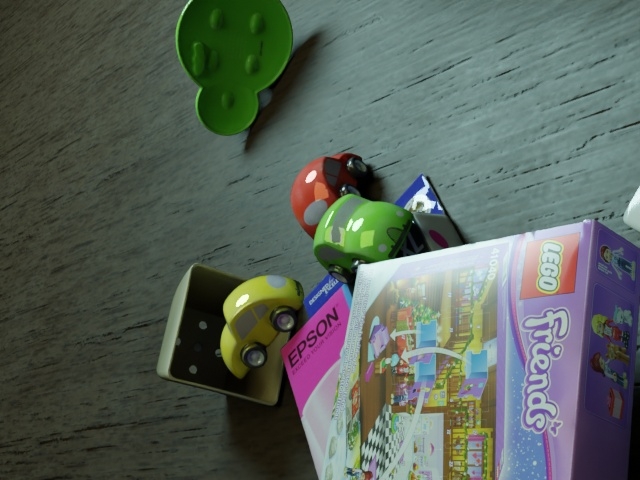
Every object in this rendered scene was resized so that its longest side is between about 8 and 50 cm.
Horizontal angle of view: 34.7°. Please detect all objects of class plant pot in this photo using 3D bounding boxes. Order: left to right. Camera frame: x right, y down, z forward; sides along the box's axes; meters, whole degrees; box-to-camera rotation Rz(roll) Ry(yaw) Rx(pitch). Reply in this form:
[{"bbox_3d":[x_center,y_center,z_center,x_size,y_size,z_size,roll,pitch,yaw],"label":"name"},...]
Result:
[{"bbox_3d":[-0.099,0.095,0.972,0.096,0.109,0.109,-25,50,60],"label":"plant pot"}]

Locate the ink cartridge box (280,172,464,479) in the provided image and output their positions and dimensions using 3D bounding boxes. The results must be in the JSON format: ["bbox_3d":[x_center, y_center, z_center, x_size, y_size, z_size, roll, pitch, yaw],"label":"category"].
[{"bbox_3d":[0.065,0.110,0.782,0.176,0.069,0.371,-48,36,23],"label":"ink cartridge box"}]

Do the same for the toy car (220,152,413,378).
[{"bbox_3d":[0.000,0.000,0.853,0.239,0.053,0.225,-61,18,-20],"label":"toy car"}]

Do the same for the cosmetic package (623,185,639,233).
[{"bbox_3d":[0.288,0.012,0.401,0.138,0.224,0.224,-60,35,7],"label":"cosmetic package"}]

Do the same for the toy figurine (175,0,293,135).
[{"bbox_3d":[-0.114,-0.224,1.196,0.159,0.130,0.173,-127,41,-66],"label":"toy figurine"}]

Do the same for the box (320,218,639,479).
[{"bbox_3d":[0.086,0.144,0.628,0.201,0.057,0.293,-13,59,47],"label":"box"}]
